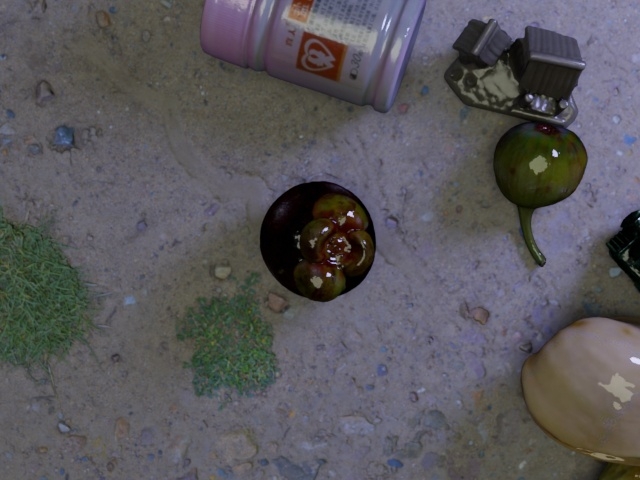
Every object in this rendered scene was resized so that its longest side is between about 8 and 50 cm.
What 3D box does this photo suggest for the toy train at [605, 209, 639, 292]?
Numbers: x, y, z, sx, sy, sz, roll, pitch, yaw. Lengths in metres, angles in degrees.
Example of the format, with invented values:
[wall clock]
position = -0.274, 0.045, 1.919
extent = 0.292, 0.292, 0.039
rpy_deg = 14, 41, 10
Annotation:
[toy train]
position = 0.602, 0.083, 1.487
extent = 0.138, 0.178, 0.330
rpy_deg = -45, 89, 11

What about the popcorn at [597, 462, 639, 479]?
[popcorn]
position = 0.543, 0.453, 1.540
extent = 0.266, 0.192, 0.233
rpy_deg = -18, 95, 5

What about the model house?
[model house]
position = 0.316, -0.269, 1.483
extent = 0.229, 0.188, 0.122
rpy_deg = 18, 85, 4

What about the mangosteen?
[mangosteen]
position = 0.000, 0.000, 1.544
extent = 0.209, 0.210, 0.210
rpy_deg = 1, 98, 7

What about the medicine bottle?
[medicine bottle]
position = -0.010, -0.341, 1.494
extent = 0.315, 0.202, 0.202
rpy_deg = 18, 100, 4

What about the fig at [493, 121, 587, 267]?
[fig]
position = 0.351, -0.072, 1.545
extent = 0.149, 0.149, 0.245
rpy_deg = 4, 121, 7

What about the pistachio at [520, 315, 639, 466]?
[pistachio]
position = 0.480, 0.236, 1.502
extent = 0.321, 0.229, 0.238
rpy_deg = 7, 61, 9
